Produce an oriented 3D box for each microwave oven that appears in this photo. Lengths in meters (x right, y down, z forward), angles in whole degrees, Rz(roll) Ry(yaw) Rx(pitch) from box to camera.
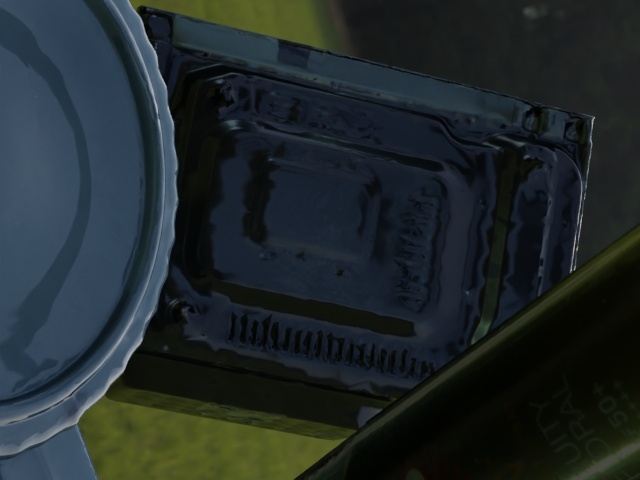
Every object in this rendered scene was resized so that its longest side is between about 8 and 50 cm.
[{"bbox_3d":[0.000,0.000,1.071,0.181,0.295,0.237,148,-48,-70],"label":"microwave oven"}]

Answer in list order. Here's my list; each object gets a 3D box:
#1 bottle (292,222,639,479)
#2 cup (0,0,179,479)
[{"bbox_3d":[0.078,0.065,0.568,0.286,0.082,0.082,-42,-128,44],"label":"bottle"},{"bbox_3d":[-0.253,0.008,0.771,0.257,0.311,0.331,7,83,-53],"label":"cup"}]
